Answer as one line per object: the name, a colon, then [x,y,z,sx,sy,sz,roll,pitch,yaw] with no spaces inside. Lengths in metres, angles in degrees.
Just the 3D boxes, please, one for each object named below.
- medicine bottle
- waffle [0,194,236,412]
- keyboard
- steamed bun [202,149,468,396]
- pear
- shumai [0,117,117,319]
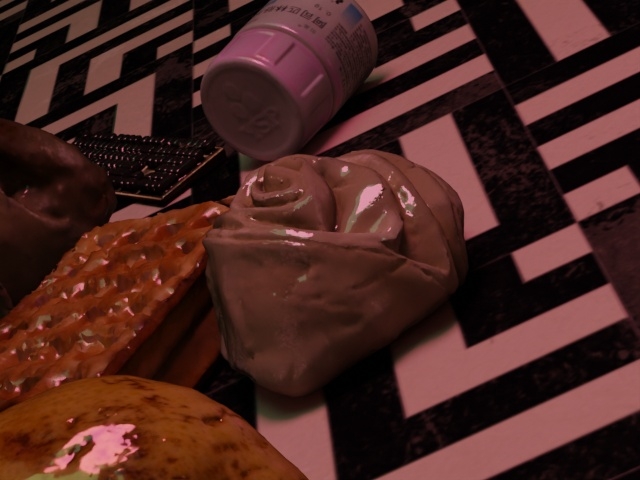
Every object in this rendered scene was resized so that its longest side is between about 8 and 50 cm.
medicine bottle: [-0.031,-0.174,1.705,0.135,0.135,0.168,-9,31,39]
waffle: [-0.180,0.089,1.372,0.213,0.091,0.308,-11,27,36]
keyboard: [-0.218,-0.087,1.869,0.106,0.027,0.317,-40,25,-25]
steamed bun: [0.000,-0.001,1.283,0.218,0.144,0.211,-29,22,-3]
pear: [-0.109,0.205,0.835,0.271,0.271,0.271,-24,23,11]
shumai: [-0.378,0.045,1.597,0.330,0.292,0.288,-19,60,39]
